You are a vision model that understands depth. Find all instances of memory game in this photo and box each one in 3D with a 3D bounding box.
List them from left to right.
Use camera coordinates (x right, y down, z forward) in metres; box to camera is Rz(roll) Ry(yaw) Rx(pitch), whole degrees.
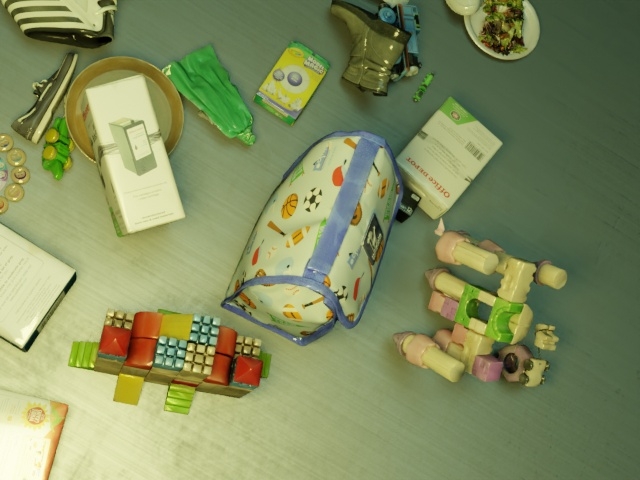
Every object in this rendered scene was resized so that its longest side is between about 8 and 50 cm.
[{"bbox_3d":[-0.659,-0.131,1.759,0.186,0.012,0.186,5,73,-15],"label":"memory game"}]

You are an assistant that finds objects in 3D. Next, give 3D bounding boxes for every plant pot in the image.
[{"bbox_3d":[-0.397,-0.254,1.841,0.236,0.032,0.236,2,85,-20],"label":"plant pot"}]

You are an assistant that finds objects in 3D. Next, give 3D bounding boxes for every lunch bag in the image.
[{"bbox_3d":[0.000,0.000,1.711,0.239,0.385,0.328,25,68,-8],"label":"lunch bag"}]

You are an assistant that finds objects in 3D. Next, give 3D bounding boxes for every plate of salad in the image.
[{"bbox_3d":[0.438,-0.527,2.169,0.200,0.048,0.200,5,73,-16],"label":"plate of salad"}]

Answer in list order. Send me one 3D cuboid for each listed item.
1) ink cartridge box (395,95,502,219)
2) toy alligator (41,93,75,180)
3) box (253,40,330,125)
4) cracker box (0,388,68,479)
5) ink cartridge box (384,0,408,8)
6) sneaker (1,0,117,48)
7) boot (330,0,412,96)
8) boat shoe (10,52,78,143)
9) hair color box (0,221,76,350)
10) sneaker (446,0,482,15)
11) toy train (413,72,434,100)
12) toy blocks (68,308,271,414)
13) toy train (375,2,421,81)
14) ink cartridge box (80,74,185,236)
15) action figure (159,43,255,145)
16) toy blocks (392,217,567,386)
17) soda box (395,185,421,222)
[{"bbox_3d":[0.267,-0.180,1.995,0.160,0.092,0.219,42,68,-1],"label":"ink cartridge box"},{"bbox_3d":[-0.524,-0.201,1.802,0.051,0.056,0.189,-12,64,26],"label":"toy alligator"},{"bbox_3d":[-0.057,-0.351,1.980,0.105,0.043,0.179,32,67,-6],"label":"box"},{"bbox_3d":[-0.583,0.344,1.615,0.232,0.067,0.155,16,70,-12],"label":"cracker box"},{"bbox_3d":[0.079,-0.741,2.129,0.385,0.091,0.308,34,67,-23],"label":"ink cartridge box"},{"bbox_3d":[-0.436,-0.544,1.885,0.447,0.169,0.257,-27,92,-13],"label":"sneaker"},{"bbox_3d":[0.080,-0.424,2.003,0.083,0.161,0.246,7,25,-47],"label":"boot"},{"bbox_3d":[-0.546,-0.294,1.806,0.065,0.075,0.206,25,74,-11],"label":"boat shoe"},{"bbox_3d":[-0.641,0.040,1.661,0.347,0.105,0.174,33,72,-5],"label":"hair color box"},{"bbox_3d":[0.334,-0.641,2.130,0.090,0.115,0.232,-4,71,2],"label":"sneaker"},{"bbox_3d":[0.237,-0.352,2.074,0.017,0.024,0.083,34,69,-5],"label":"toy train"},{"bbox_3d":[-0.253,0.201,1.647,0.381,0.261,0.190,13,71,-13],"label":"toy blocks"},{"bbox_3d":[0.175,-0.449,2.057,0.105,0.080,0.184,-1,74,-22],"label":"toy train"},{"bbox_3d":[-0.360,-0.154,1.722,0.115,0.198,0.273,-17,93,-18],"label":"ink cartridge box"},{"bbox_3d":[-0.215,-0.290,1.905,0.137,0.063,0.232,-37,83,-24],"label":"action figure"},{"bbox_3d":[0.308,0.127,1.876,0.309,0.260,0.288,8,101,-38],"label":"toy blocks"},{"bbox_3d":[0.128,-0.110,1.953,0.169,0.060,0.053,34,70,-5],"label":"soda box"}]
